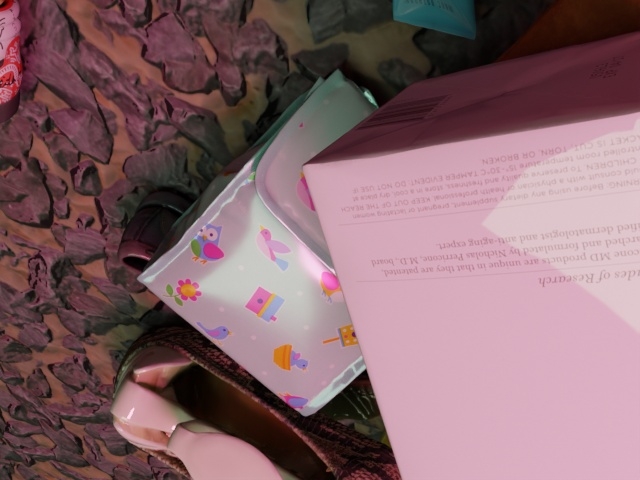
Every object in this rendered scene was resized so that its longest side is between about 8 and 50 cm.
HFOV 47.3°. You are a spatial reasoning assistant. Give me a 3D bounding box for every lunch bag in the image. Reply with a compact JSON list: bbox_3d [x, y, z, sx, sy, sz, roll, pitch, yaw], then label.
[{"bbox_3d":[0.000,0.000,0.688,0.223,0.160,0.262,43,112,-13],"label":"lunch bag"}]

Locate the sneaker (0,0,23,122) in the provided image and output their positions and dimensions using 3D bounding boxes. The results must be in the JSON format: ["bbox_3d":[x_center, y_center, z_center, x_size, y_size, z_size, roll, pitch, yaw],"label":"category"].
[{"bbox_3d":[-0.411,-0.225,0.690,0.270,0.090,0.145,23,133,-5],"label":"sneaker"}]

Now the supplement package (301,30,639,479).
[{"bbox_3d":[0.139,0.051,0.431,0.175,0.177,0.293,-7,111,31],"label":"supplement package"}]

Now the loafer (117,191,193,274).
[{"bbox_3d":[-0.103,0.076,0.832,0.302,0.095,0.109,43,133,-18],"label":"loafer"}]

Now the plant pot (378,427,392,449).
[{"bbox_3d":[0.275,0.335,0.778,0.353,0.366,0.366,24,135,-17],"label":"plant pot"}]

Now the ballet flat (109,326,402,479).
[{"bbox_3d":[-0.116,0.209,0.813,0.482,0.164,0.182,20,-178,35],"label":"ballet flat"}]

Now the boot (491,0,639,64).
[{"bbox_3d":[0.192,-0.034,0.530,0.280,0.096,0.264,-36,96,38],"label":"boot"}]

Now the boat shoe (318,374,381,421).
[{"bbox_3d":[0.034,0.201,0.935,0.153,0.048,0.056,-27,104,29],"label":"boat shoe"}]

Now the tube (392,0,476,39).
[{"bbox_3d":[0.075,-0.246,0.514,0.080,0.052,0.207,33,147,39],"label":"tube"}]

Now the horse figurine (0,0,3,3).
[{"bbox_3d":[-0.235,-0.286,0.565,0.263,0.066,0.174,-11,139,14],"label":"horse figurine"}]
